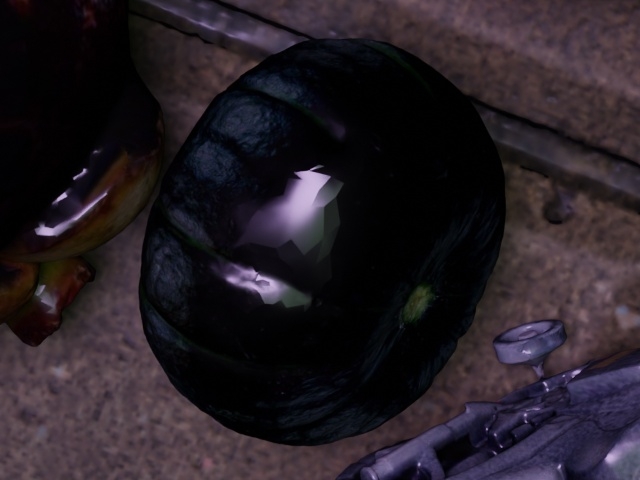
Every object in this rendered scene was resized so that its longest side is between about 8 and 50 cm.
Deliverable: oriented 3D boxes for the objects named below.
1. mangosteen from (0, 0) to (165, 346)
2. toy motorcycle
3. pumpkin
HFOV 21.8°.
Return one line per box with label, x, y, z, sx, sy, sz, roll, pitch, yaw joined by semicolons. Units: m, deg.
mangosteen;-0.198;-0.067;0.736;0.287;0.233;0.288;0;102;2
toy motorcycle;0.150;0.100;0.811;0.307;0.173;0.108;-19;100;-2
pumpkin;0.000;0.000;0.785;0.140;0.202;0.202;33;96;29
